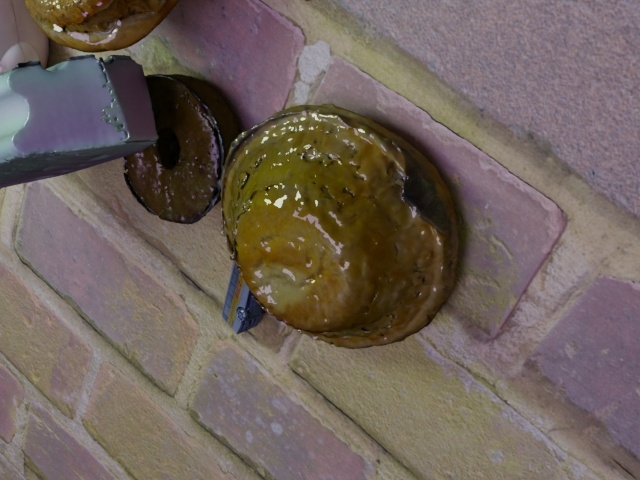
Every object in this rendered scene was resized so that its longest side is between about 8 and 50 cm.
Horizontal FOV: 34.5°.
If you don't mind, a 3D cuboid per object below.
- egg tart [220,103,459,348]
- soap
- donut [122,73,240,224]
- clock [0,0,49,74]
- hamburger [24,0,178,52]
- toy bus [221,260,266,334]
[{"bbox_3d":[0.000,0.000,1.653,0.443,0.178,0.443,15,123,25],"label":"egg tart"},{"bbox_3d":[-0.493,-0.197,1.791,0.446,0.261,0.156,-11,87,40],"label":"soap"},{"bbox_3d":[-0.244,-0.173,1.839,0.272,0.107,0.272,14,117,30],"label":"donut"},{"bbox_3d":[-0.697,-0.422,1.974,0.368,0.250,0.376,34,131,21],"label":"clock"},{"bbox_3d":[-0.348,-0.441,1.656,0.314,0.290,0.170,34,167,37],"label":"hamburger"},{"bbox_3d":[-0.131,0.085,1.907,0.075,0.064,0.190,41,133,32],"label":"toy bus"}]
